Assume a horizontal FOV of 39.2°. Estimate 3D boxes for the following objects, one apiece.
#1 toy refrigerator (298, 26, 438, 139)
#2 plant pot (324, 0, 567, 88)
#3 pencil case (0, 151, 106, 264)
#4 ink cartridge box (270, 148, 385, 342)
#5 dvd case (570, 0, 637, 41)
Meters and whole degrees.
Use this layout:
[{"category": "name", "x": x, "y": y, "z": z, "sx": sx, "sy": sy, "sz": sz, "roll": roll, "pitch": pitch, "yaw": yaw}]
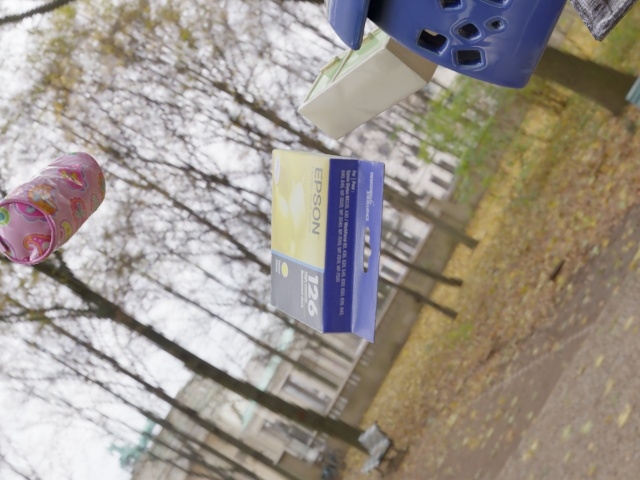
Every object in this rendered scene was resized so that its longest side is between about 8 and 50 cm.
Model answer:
[{"category": "toy refrigerator", "x": 0.075, "y": -0.257, "z": 1.385, "sx": 0.269, "sy": 0.094, "sz": 0.102, "roll": -24, "pitch": 34, "yaw": 60}, {"category": "plant pot", "x": 0.120, "y": -0.311, "z": 0.839, "sx": 0.236, "sy": 0.212, "sz": 0.236, "roll": 99, "pitch": 177, "yaw": -58}, {"category": "pencil case", "x": -0.455, "y": -0.060, "z": 1.521, "sx": 0.124, "sy": 0.124, "sz": 0.284, "roll": -62, "pitch": 7, "yaw": 21}, {"category": "ink cartridge box", "x": 0.000, "y": 0.000, "z": 1.573, "sx": 0.307, "sy": 0.072, "sz": 0.303, "roll": -161, "pitch": 72, "yaw": -63}, {"category": "dvd case", "x": 0.472, "y": -0.473, "z": 1.519, "sx": 0.018, "sy": 0.221, "sz": 0.164, "roll": -1, "pitch": -34, "yaw": -33}]
